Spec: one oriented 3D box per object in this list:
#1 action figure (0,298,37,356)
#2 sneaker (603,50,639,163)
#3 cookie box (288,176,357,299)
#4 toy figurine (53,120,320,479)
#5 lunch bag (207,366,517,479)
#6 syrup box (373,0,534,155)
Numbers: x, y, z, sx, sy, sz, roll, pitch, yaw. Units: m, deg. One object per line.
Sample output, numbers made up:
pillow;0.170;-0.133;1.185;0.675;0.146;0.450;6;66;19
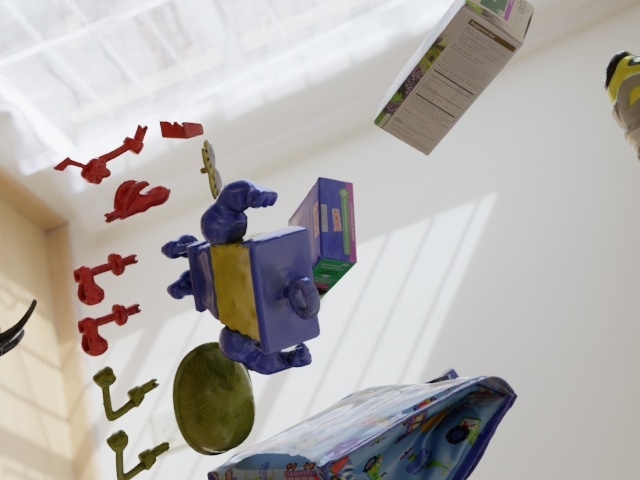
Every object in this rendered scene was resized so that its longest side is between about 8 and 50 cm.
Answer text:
action figure;-0.363;0.109;0.792;0.275;0.164;0.141;-1;61;-32
sneaker;0.502;-0.230;1.107;0.147;0.384;0.145;62;-2;23
cookie box;0.000;0.000;1.014;0.107;0.040;0.092;129;-36;-60
toy figurine;-0.089;0.073;0.921;0.191;0.217;0.363;-17;108;-43
lunch bag;0.061;0.223;1.087;0.293;0.221;0.138;-35;100;-37
syrup box;0.175;-0.231;1.310;0.096;0.237;0.093;30;47;-7
